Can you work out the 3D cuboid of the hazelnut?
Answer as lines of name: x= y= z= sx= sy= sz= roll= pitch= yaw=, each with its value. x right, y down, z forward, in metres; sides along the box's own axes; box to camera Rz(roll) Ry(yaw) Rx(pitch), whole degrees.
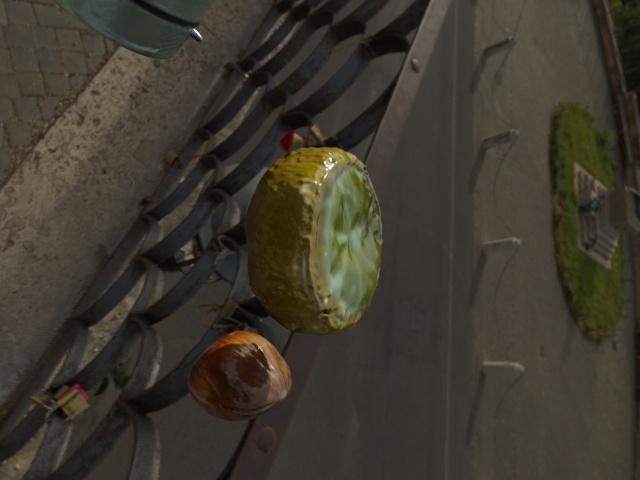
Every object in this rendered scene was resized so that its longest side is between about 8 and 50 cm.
hazelnut: x=-0.124 y=0.223 z=0.819 sx=0.150 sy=0.150 sz=0.150 roll=11 pitch=73 yaw=-41

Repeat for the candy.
candy: x=0.000 y=0.000 z=0.704 sx=0.260 sy=0.118 sz=0.259 roll=-1 pitch=91 yaw=-64

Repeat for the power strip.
power strip: x=-0.348 y=-0.493 z=0.919 sx=0.358 sy=0.161 sz=0.357 roll=38 pitch=24 yaw=-20
